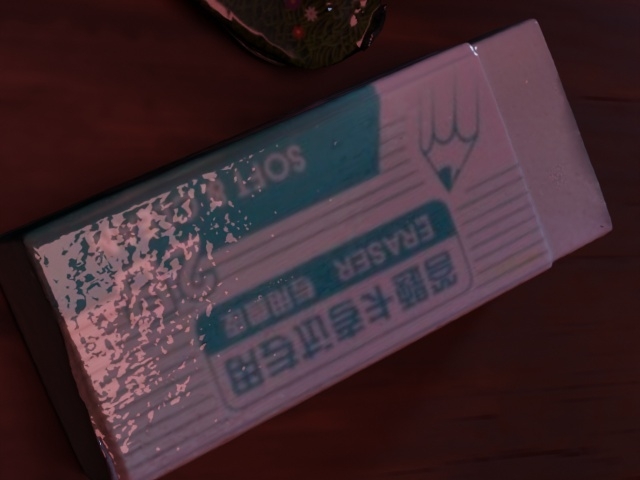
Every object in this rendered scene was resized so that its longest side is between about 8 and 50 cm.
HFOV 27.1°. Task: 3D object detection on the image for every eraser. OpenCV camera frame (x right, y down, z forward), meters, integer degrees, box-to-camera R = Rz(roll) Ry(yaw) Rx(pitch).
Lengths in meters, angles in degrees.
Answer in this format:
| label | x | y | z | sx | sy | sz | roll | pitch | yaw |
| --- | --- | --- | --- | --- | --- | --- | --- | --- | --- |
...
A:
| label | x | y | z | sx | sy | sz | roll | pitch | yaw |
| --- | --- | --- | --- | --- | --- | --- | --- | --- | --- |
| eraser | 0.000 | 0.000 | 0.492 | 0.225 | 0.052 | 0.095 | -26 | 99 | -26 |

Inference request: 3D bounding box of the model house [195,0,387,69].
| label | x | y | z | sx | sy | sz | roll | pitch | yaw |
| --- | --- | --- | --- | --- | --- | --- | --- | --- | --- |
| model house | 0.020 | -0.228 | 0.450 | 0.207 | 0.154 | 0.294 | 31 | 76 | -26 |
